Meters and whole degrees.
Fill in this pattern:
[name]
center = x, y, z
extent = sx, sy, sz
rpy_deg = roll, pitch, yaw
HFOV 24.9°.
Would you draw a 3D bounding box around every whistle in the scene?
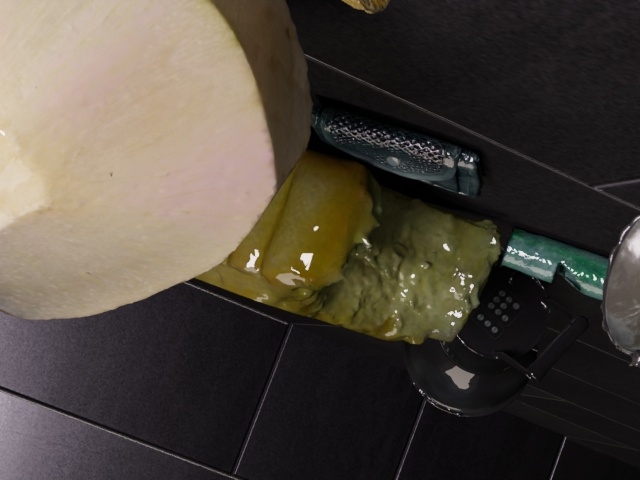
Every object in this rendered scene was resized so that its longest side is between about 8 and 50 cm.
[whistle]
center = 0.243, 0.035, 1.202
extent = 0.186, 0.039, 0.039
rpy_deg = 19, 172, 12

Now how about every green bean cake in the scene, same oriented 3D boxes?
[green bean cake]
center = 0.000, 0.000, 1.187
extent = 0.233, 0.124, 0.236
rpy_deg = 17, 177, 41

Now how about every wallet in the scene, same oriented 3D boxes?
[wallet]
center = 0.056, -0.064, 1.061
extent = 0.129, 0.026, 0.088
rpy_deg = 19, 172, 12

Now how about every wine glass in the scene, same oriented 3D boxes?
[wine glass]
center = 0.285, 0.049, 0.933
extent = 0.183, 0.122, 0.122
rpy_deg = 23, 172, -21

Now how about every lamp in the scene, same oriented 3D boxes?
[lamp]
center = 0.158, 0.079, 1.442
extent = 0.172, 0.147, 0.227
rpy_deg = 43, 167, 10

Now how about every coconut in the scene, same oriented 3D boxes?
[coconut]
center = -0.135, -0.081, 0.753
extent = 0.259, 0.259, 0.259
rpy_deg = 21, 172, 3

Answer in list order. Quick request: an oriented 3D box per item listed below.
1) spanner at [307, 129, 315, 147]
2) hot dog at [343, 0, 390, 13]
[spanner]
center = -0.139, -0.118, 1.220
extent = 0.316, 0.024, 0.087
rpy_deg = 16, 166, 33
[hot dog]
center = 0.002, -0.140, 0.691
extent = 0.034, 0.030, 0.090
rpy_deg = 25, 177, 42
